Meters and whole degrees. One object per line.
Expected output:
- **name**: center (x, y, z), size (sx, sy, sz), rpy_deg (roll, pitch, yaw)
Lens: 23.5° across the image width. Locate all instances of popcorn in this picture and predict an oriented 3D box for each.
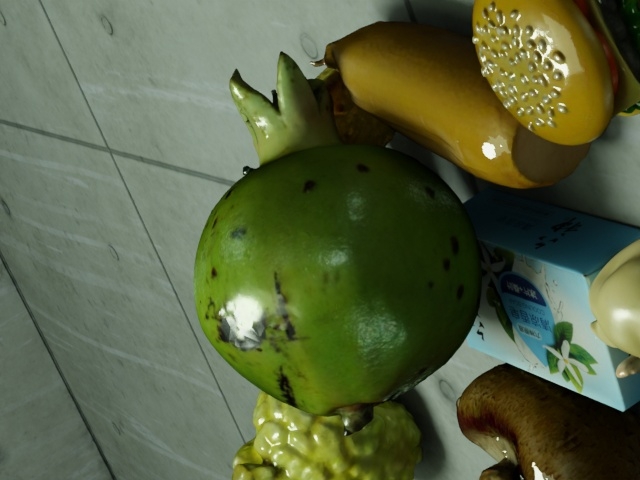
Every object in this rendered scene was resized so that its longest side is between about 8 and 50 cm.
- **popcorn**: center (-0.006, 0.259, 1.908), size (0.206, 0.251, 0.237), rpy_deg (58, 155, 15)

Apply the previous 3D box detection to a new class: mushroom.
- **mushroom**: center (0.236, 0.196, 1.463), size (0.231, 0.194, 0.138), rpy_deg (38, 107, 50)

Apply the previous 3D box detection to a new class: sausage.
- **sausage**: center (0.099, -0.134, 1.354), size (0.328, 0.112, 0.112), rpy_deg (31, 145, 48)

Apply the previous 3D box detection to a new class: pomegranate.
- **pomegranate**: center (0.000, 0.000, 1.385), size (0.340, 0.260, 0.260), rpy_deg (67, 158, 3)

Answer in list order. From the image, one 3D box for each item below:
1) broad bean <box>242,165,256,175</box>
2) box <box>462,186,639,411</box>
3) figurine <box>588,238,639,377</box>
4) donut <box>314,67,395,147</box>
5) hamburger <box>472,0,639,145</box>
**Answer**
- **broad bean**: center (-0.019, -0.060, 1.779), size (0.214, 0.048, 0.070), rpy_deg (24, 139, 49)
- **box**: center (0.211, 0.048, 1.399), size (0.232, 0.083, 0.142), rpy_deg (19, 136, 55)
- **figurine**: center (0.289, 0.083, 1.259), size (0.114, 0.108, 0.196), rpy_deg (27, 149, 46)
- **donut**: center (0.028, -0.060, 1.547), size (0.101, 0.152, 0.259), rpy_deg (30, 143, 62)
- **hamburger**: center (0.187, -0.152, 1.144), size (0.162, 0.115, 0.162), rpy_deg (46, 154, 30)
